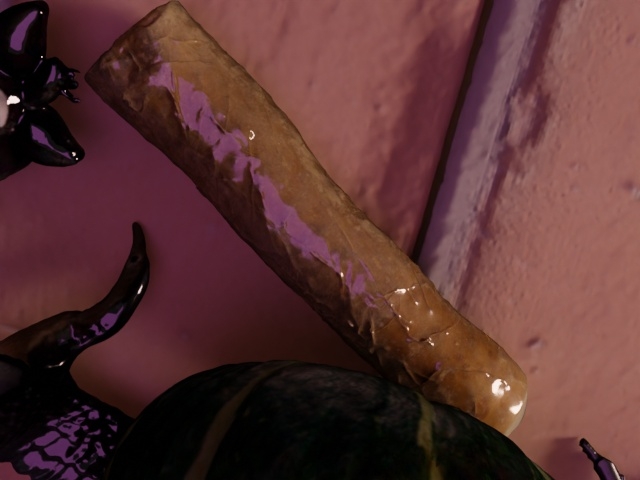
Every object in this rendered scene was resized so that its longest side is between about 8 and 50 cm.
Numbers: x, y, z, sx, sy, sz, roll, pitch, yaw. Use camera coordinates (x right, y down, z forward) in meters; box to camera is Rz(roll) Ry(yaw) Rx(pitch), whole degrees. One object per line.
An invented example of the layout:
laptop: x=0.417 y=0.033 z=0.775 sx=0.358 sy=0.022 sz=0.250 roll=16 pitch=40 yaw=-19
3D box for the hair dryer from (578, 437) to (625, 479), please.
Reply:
hair dryer: x=0.187 y=0.139 z=0.533 sx=0.079 sy=0.031 sz=0.083 roll=-41 pitch=89 yaw=5

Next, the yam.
yam: x=0.000 y=0.000 z=0.494 sx=0.066 sy=0.066 sz=0.299 roll=-41 pitch=97 yaw=16

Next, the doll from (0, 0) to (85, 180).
doll: x=-0.224 y=-0.068 z=0.501 sx=0.220 sy=0.067 sz=0.091 roll=-7 pitch=108 yaw=15

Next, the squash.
squash: x=0.010 y=0.161 z=0.450 sx=0.252 sy=0.252 sz=0.165 roll=20 pitch=64 yaw=1

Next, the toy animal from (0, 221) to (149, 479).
toy animal: x=-0.171 y=0.072 z=0.508 sx=0.160 sy=0.272 sz=0.197 roll=5 pitch=69 yaw=23
